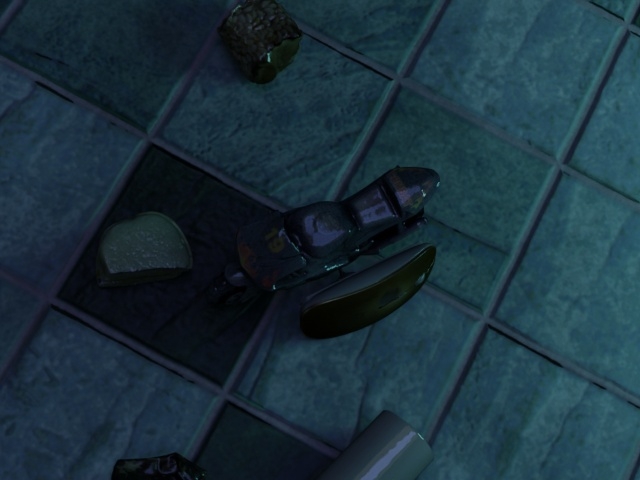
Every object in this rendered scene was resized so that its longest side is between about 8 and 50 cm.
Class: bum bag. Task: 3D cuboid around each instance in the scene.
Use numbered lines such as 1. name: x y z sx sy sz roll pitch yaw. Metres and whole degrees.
1. bum bag: -0.223 0.358 1.361 0.102 0.069 0.248 16 72 23

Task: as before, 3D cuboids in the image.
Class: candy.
1. candy: -0.078 -0.271 1.576 0.095 0.085 0.110 -35 76 -27

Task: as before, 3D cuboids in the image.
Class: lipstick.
1. lipstick: -0.005 0.343 1.386 0.087 0.087 0.327 44 72 7

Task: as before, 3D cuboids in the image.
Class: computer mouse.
1. computer mouse: 0.065 0.067 1.481 0.199 0.102 0.045 -24 62 -16

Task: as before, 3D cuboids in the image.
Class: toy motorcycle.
1. toy motorcycle: 0.000 0.000 1.452 0.307 0.173 0.108 -24 76 -13

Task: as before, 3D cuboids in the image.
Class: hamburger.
1. hamburger: -0.224 0.008 1.483 0.121 0.054 0.084 -5 69 -13
